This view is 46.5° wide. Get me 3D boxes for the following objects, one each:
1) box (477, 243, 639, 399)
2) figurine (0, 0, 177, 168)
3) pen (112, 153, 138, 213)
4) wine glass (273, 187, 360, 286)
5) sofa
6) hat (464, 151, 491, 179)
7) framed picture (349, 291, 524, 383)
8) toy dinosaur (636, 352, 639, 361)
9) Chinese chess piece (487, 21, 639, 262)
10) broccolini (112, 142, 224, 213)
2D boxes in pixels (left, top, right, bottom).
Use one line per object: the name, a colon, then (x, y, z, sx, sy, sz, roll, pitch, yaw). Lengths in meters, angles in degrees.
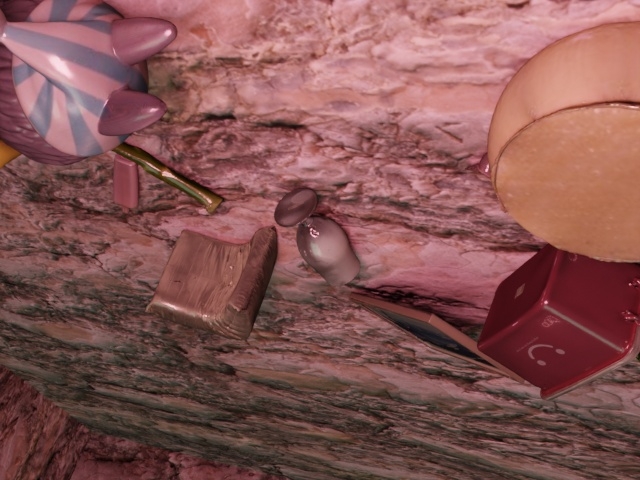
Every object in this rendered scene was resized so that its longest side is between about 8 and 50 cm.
box: (0.402, 0.124, 1.252, 0.167, 0.193, 0.294, 30, 150, 0)
figurine: (-0.349, -0.282, 0.995, 0.377, 0.267, 0.361, -7, 139, 25)
pen: (-0.387, -0.107, 1.486, 0.053, 0.032, 0.197, 21, 147, -3)
wine glass: (0.000, 0.000, 1.372, 0.092, 0.093, 0.202, -1, 144, 31)
sofa: (-0.216, 0.069, 1.496, 0.225, 0.210, 0.176, 17, 151, 7)
hat: (0.252, -0.111, 1.105, 0.058, 0.042, 0.087, 26, -177, -4)
framed picture: (0.221, 0.186, 1.485, 0.247, 0.022, 0.335, 33, 171, -21)
toy dinosaur: (0.572, 0.119, 1.230, 0.194, 0.152, 0.177, 30, 107, -37)
Chinese chess piece: (0.378, -0.109, 0.931, 0.337, 0.141, 0.338, 15, 151, 8)
broccolini: (-0.353, -0.152, 1.346, 0.392, 0.074, 0.079, 31, 155, -15)
